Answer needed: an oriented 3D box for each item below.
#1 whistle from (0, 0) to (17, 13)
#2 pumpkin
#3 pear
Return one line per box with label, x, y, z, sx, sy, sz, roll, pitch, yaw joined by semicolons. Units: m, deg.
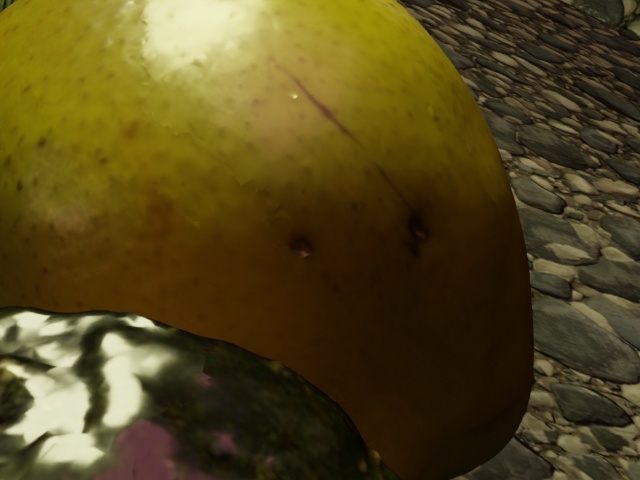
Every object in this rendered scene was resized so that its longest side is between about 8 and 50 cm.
whistle;-0.271;-0.248;1.477;0.288;0.131;0.106;15;55;-23
pumpkin;-0.092;0.179;0.586;0.303;0.256;0.225;19;48;-5
pear;-0.047;0.001;0.881;0.418;0.362;0.362;56;32;8
